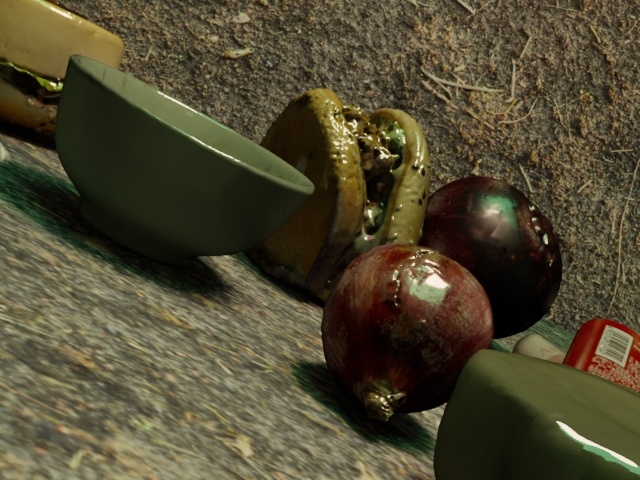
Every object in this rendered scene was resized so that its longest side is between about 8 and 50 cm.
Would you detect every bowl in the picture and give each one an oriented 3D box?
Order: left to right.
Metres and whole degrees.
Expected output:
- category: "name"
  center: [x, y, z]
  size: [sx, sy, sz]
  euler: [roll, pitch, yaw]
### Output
- category: "bowl"
  center: [-0.164, -0.064, 1.026]
  size: [0.289, 0.146, 0.289]
  euler: [30, 7, -4]

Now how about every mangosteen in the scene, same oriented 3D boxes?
- category: "mangosteen"
  center: [0.271, 0.040, 1.702]
  size: [0.297, 0.293, 0.297]
  euler: [57, 6, -10]

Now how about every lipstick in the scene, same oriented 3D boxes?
- category: "lipstick"
  center: [0.396, 0.227, 1.560]
  size: [0.070, 0.070, 0.254]
  euler: [27, 6, -23]

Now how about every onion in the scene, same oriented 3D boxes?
- category: "onion"
  center: [0.070, 0.092, 0.862]
  size: [0.159, 0.159, 0.195]
  euler: [29, 31, 2]

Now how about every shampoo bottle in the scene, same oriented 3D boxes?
- category: "shampoo bottle"
  center: [0.303, 0.180, 1.048]
  size: [0.118, 0.076, 0.314]
  euler: [43, 28, 6]

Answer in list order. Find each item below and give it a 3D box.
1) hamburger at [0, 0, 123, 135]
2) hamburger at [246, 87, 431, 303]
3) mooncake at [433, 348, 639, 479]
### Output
- category: "hamburger"
  center: [-0.408, -0.251, 1.298]
  size: [0.300, 0.176, 0.300]
  euler: [28, 6, -3]
- category: "hamburger"
  center: [0.017, -0.062, 1.321]
  size: [0.195, 0.277, 0.318]
  euler: [17, 16, -25]
- category: "mooncake"
  center: [0.216, 0.190, 0.739]
  size: [0.274, 0.135, 0.275]
  euler: [26, 8, -4]
